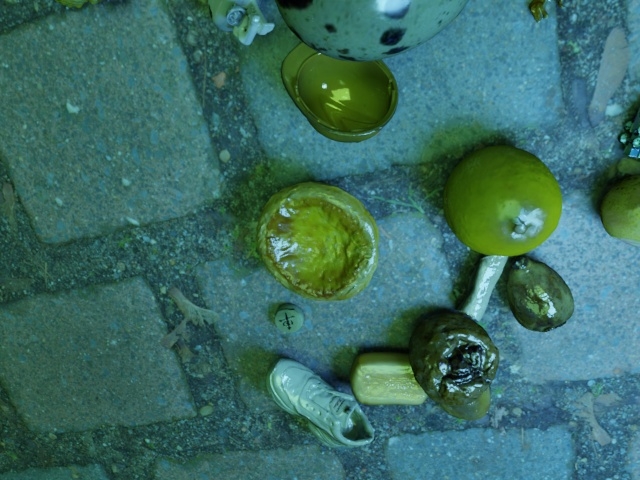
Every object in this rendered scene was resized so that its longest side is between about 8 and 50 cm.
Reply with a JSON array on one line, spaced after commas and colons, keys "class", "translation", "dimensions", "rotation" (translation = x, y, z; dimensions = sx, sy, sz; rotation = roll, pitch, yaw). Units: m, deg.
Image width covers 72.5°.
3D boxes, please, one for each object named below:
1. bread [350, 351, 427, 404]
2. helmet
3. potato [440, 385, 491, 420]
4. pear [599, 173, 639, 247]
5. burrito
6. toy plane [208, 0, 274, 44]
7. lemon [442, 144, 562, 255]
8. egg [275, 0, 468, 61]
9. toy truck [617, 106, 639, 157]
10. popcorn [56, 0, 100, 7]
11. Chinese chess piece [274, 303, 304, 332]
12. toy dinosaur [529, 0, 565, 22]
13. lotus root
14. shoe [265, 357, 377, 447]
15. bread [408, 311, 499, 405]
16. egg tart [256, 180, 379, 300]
[{"class": "bread", "translation": [0.189, 0.372, 1.192], "dimensions": [0.217, 0.098, 0.147], "rotation": [3, 104, 2]}, {"class": "helmet", "translation": [0.041, -0.299, 0.942], "dimensions": [0.257, 0.140, 0.205], "rotation": [43, 78, 13]}, {"class": "potato", "translation": [0.389, 0.413, 1.189], "dimensions": [0.164, 0.081, 0.200], "rotation": [-26, 107, 16]}, {"class": "pear", "translation": [0.691, -0.057, 0.916], "dimensions": [0.177, 0.178, 0.178], "rotation": [3, 111, 8]}, {"class": "burrito", "translation": [0.397, 0.105, 1.071], "dimensions": [0.060, 0.087, 0.226], "rotation": [20, 110, 7]}, {"class": "toy plane", "translation": [-0.151, -0.523, 0.880], "dimensions": [0.244, 0.117, 0.245], "rotation": [20, 116, 49]}, {"class": "lemon", "translation": [0.387, -0.076, 0.930], "dimensions": [0.240, 0.219, 0.241], "rotation": [2, 113, 4]}, {"class": "egg", "translation": [0.101, -0.476, 0.784], "dimensions": [0.379, 0.287, 0.288], "rotation": [-6, 111, -15]}, {"class": "toy truck", "translation": [0.690, -0.256, 0.894], "dimensions": [0.081, 0.067, 0.175], "rotation": [11, 112, 4]}, {"class": "popcorn", "translation": [-0.507, -0.604, 0.885], "dimensions": [0.249, 0.225, 0.249], "rotation": [3, 98, 21]}, {"class": "Chinese chess piece", "translation": [-0.087, 0.217, 1.213], "dimensions": [0.084, 0.034, 0.084], "rotation": [3, 112, 8]}, {"class": "toy dinosaur", "translation": [0.457, -0.552, 0.837], "dimensions": [0.142, 0.057, 0.212], "rotation": [-16, 96, 34]}, {"class": "lotus root", "translation": [0.513, 0.122, 1.035], "dimensions": [0.138, 0.138, 0.214], "rotation": [-23, 104, 16]}, {"class": "shoe", "translation": [0.012, 0.443, 1.191], "dimensions": [0.342, 0.132, 0.210], "rotation": [49, 143, -14]}, {"class": "bread", "translation": [0.336, 0.292, 1.087], "dimensions": [0.229, 0.123, 0.230], "rotation": [1, 77, -5]}, {"class": "egg tart", "translation": [0.000, 0.000, 1.069], "dimensions": [0.318, 0.128, 0.319], "rotation": [4, 112, 10]}]
